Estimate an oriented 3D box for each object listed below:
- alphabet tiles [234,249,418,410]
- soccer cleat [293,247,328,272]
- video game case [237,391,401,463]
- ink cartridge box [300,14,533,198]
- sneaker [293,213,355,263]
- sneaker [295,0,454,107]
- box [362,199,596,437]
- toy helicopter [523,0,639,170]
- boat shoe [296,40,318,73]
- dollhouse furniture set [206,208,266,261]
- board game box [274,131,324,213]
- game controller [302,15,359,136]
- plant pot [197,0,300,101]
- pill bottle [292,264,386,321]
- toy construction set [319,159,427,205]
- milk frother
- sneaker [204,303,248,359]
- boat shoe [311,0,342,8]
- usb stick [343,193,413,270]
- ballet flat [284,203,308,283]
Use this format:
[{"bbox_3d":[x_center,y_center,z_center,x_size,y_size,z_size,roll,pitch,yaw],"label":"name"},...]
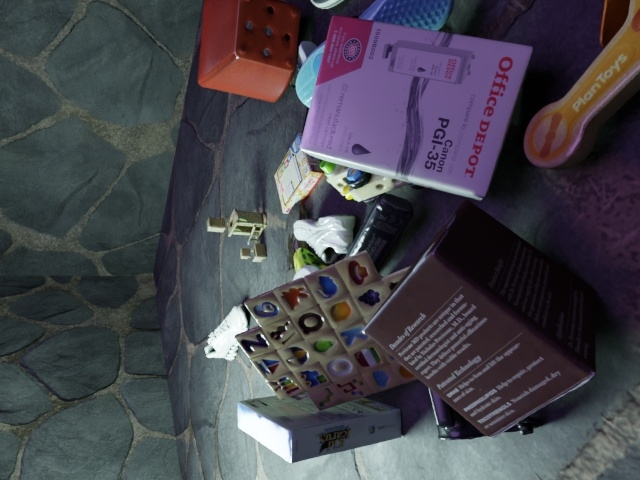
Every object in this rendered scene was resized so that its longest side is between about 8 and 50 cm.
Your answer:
[{"bbox_3d":[0.035,0.173,0.743,0.342,0.285,0.011,-23,24,15],"label":"alphabet tiles"},{"bbox_3d":[-0.019,0.140,1.055,0.121,0.093,0.289,-50,47,27],"label":"soccer cleat"},{"bbox_3d":[-0.012,0.371,0.882,0.269,0.244,0.061,-15,76,59],"label":"video game case"},{"bbox_3d":[0.137,-0.196,0.636,0.282,0.117,0.208,17,99,17],"label":"ink cartridge box"},{"bbox_3d":[0.000,0.000,1.056,0.232,0.090,0.116,-5,86,61],"label":"sneaker"},{"bbox_3d":[0.103,-0.374,0.798,0.318,0.127,0.208,-27,24,30],"label":"sneaker"},{"bbox_3d":[0.201,0.092,0.539,0.203,0.168,0.167,39,130,10],"label":"box"},{"bbox_3d":[0.342,-0.230,0.445,0.355,0.140,0.235,-59,38,42],"label":"toy helicopter"},{"bbox_3d":[-0.028,-0.448,1.156,0.076,0.080,0.229,122,141,-49],"label":"boat shoe"},{"bbox_3d":[-0.276,-0.018,1.434,0.101,0.181,0.161,-48,47,47],"label":"dollhouse furniture set"},{"bbox_3d":[-0.068,-0.192,1.229,0.193,0.045,0.147,-49,47,47],"label":"board game box"},{"bbox_3d":[0.030,-0.375,0.990,0.166,0.067,0.320,-34,43,56],"label":"game controller"},{"bbox_3d":[-0.196,-0.588,1.256,0.235,0.267,0.268,16,101,61],"label":"plant pot"},{"bbox_3d":[0.056,0.110,0.822,0.117,0.208,0.118,-13,75,59],"label":"pill bottle"},{"bbox_3d":[0.126,-0.188,0.816,0.327,0.151,0.215,-32,37,48],"label":"toy construction set"},{"bbox_3d":[0.234,0.223,0.640,0.143,0.129,0.135,-13,71,14],"label":"milk frother"},{"bbox_3d":[-0.355,0.355,1.603,0.292,0.118,0.110,-63,36,32],"label":"sneaker"},{"bbox_3d":[0.082,-0.727,0.917,0.500,0.155,0.187,-30,64,57],"label":"boat shoe"},{"bbox_3d":[0.101,0.016,0.857,0.278,0.077,0.045,114,178,-48],"label":"usb stick"},{"bbox_3d":[-0.058,0.018,1.194,0.084,0.058,0.250,-30,57,52],"label":"ballet flat"}]
